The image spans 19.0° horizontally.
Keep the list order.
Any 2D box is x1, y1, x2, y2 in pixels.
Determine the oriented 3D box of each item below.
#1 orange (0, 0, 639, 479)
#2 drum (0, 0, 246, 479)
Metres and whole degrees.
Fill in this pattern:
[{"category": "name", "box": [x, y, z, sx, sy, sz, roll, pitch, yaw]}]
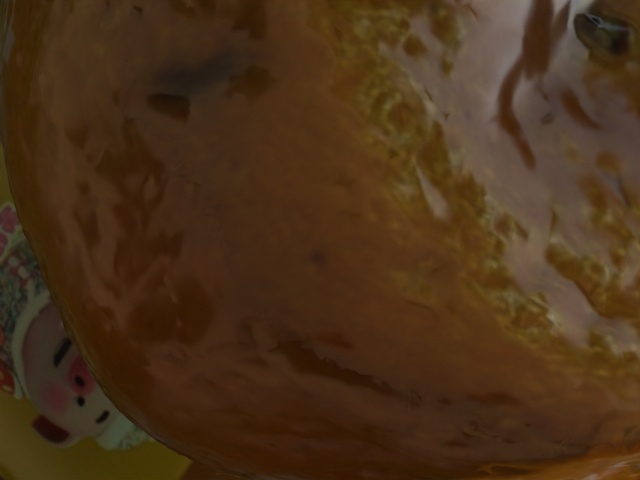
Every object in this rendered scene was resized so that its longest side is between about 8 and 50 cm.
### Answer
[{"category": "orange", "box": [0.032, -0.043, 0.516, 0.249, 0.249, 0.183, 54, -27, -4]}, {"category": "drum", "box": [0.000, 0.000, 0.867, 0.214, 0.431, 0.431, 44, -49, 14]}]
